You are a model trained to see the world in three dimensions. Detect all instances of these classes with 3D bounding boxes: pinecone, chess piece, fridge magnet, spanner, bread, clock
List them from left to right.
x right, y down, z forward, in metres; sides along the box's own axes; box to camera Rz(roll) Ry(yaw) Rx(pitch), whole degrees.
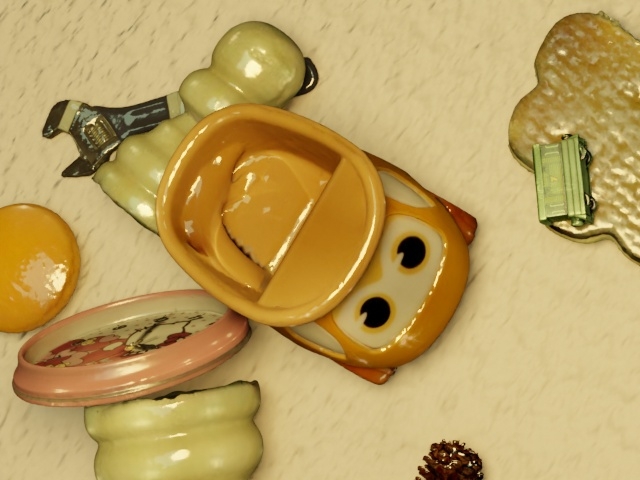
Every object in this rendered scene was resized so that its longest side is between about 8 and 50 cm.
[{"bbox_3d":[-0.324,0.030,1.830,0.143,0.063,0.143,-3,78,15],"label":"fridge magnet"},{"bbox_3d":[-0.190,0.111,1.697,0.244,0.244,0.056,-10,104,13],"label":"clock"},{"bbox_3d":[-0.152,-0.138,1.834,0.315,0.024,0.087,-13,79,12],"label":"spanner"},{"bbox_3d":[-0.125,0.312,1.685,0.182,0.182,0.330,-10,84,13],"label":"chess piece"},{"bbox_3d":[-0.111,-0.118,1.758,0.133,0.133,0.243,39,94,18],"label":"chess piece"},{"bbox_3d":[0.125,0.238,1.669,0.077,0.077,0.083,-6,63,14],"label":"pinecone"},{"bbox_3d":[0.298,-0.085,1.682,0.207,0.056,0.286,-44,71,5],"label":"bread"}]

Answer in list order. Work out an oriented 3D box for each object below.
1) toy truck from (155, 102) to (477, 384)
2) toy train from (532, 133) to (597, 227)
[{"bbox_3d":[0.000,0.000,1.671,0.288,0.211,0.204,31,91,21],"label":"toy truck"},{"bbox_3d":[0.237,-0.057,1.648,0.056,0.038,0.093,-8,78,20],"label":"toy train"}]
